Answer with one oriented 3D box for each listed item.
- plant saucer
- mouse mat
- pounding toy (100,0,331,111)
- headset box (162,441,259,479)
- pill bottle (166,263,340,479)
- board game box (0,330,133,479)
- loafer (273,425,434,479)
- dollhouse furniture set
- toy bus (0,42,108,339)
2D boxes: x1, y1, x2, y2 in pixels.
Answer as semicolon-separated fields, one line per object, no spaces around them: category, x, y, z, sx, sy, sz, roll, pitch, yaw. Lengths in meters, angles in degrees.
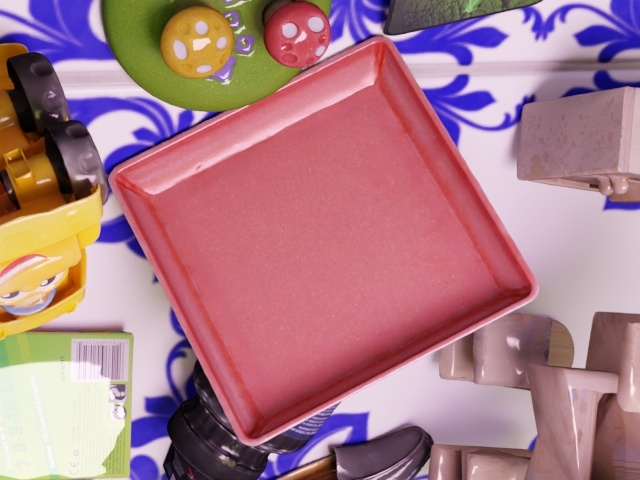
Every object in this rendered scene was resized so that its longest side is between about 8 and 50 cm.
plant saucer;0.000;0.000;1.189;0.259;0.258;0.047;-27;161;-6
mouse mat;0.131;-0.224;1.161;0.153;0.007;0.189;-14;156;-13
pounding toy;-0.078;-0.180;1.101;0.183;0.110;0.237;-38;126;2
headset box;-0.095;0.216;1.363;0.083;0.062;0.032;9;116;-26
pill bottle;-0.032;0.104;1.283;0.123;0.123;0.219;30;104;-33
board game box;-0.283;0.135;1.222;0.259;0.039;0.124;2;89;-26
loafer;0.028;0.222;1.419;0.170;0.062;0.061;-32;121;-3
dollhouse furniture set;0.302;0.088;1.282;0.257;0.362;0.394;7;87;-24
toy bus;-0.234;-0.005;1.083;0.149;0.220;0.211;-20;131;-16
